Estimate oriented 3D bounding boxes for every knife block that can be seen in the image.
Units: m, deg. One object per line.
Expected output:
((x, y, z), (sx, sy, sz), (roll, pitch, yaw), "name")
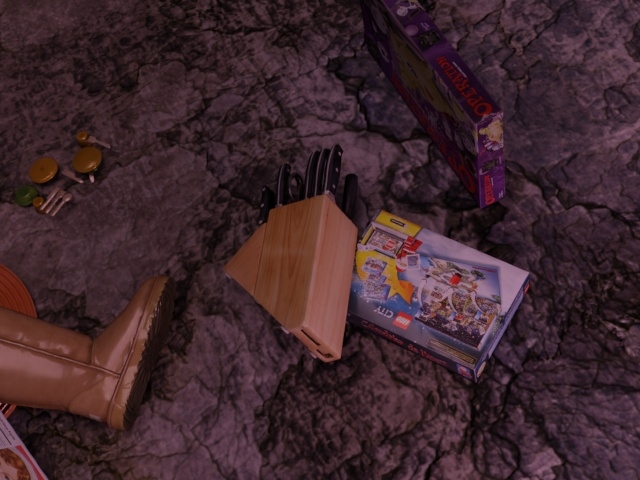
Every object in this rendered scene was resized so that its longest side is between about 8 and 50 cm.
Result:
((0.000, 0.000, 1.515), (0.242, 0.088, 0.276), (-48, 39, -3), "knife block")

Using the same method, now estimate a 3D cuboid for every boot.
((-0.357, 0.125, 1.541), (0.270, 0.089, 0.236), (14, 65, 9), "boot")

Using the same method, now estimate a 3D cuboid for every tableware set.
((-0.399, -0.104, 1.740), (0.104, 0.024, 0.154), (25, 70, 26), "tableware set")

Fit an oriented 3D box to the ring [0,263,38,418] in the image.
((-0.567, 0.162, 1.616), (0.337, 0.032, 0.336), (-5, 60, 9), "ring")

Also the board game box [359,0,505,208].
((0.153, -0.230, 1.594), (0.056, 0.208, 0.346), (-30, 59, -3), "board game box")

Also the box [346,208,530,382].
((0.142, 0.070, 1.519), (0.233, 0.044, 0.159), (24, 69, 22), "box")

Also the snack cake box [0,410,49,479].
((-0.429, 0.311, 1.400), (0.089, 0.152, 0.264), (-47, 70, 17), "snack cake box")
